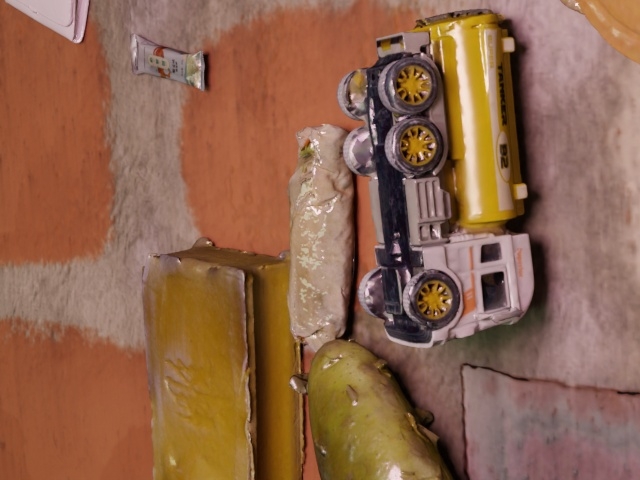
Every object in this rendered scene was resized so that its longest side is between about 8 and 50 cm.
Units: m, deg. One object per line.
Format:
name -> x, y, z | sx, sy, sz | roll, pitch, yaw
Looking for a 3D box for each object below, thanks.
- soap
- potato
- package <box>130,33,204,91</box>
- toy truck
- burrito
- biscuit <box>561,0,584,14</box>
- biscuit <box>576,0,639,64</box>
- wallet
soap -> -0.082, 0.121, 1.363 | 0.135, 0.076, 0.233 | 9, 102, 45
potato -> 0.047, 0.174, 1.222 | 0.117, 0.090, 0.225 | -53, 52, 46
package -> -0.132, -0.155, 1.410 | 0.110, 0.015, 0.037 | 18, 116, 46
toy truck -> 0.087, -0.044, 1.122 | 0.098, 0.114, 0.227 | -176, 80, -69
burrito -> -0.002, 0.000, 1.275 | 0.058, 0.045, 0.188 | 16, 110, 52
biscuit -> 0.186, -0.203, 1.057 | 0.120, 0.015, 0.120 | 10, 104, 46
biscuit -> 0.237, -0.241, 0.965 | 0.202, 0.044, 0.289 | 38, 121, 34
wallet -> -0.261, -0.233, 1.529 | 0.122, 0.025, 0.061 | 31, 126, 39
